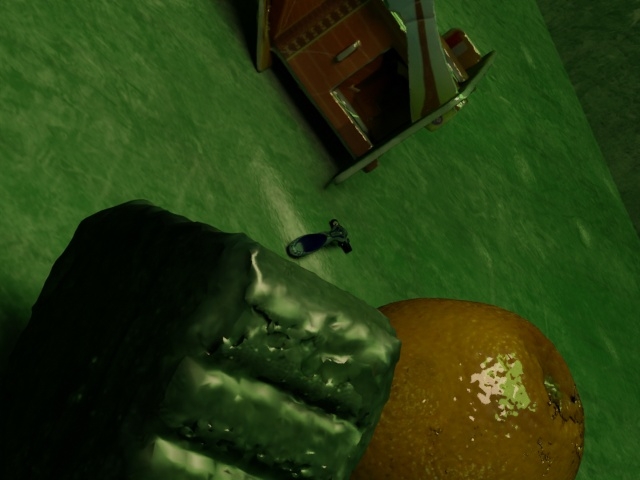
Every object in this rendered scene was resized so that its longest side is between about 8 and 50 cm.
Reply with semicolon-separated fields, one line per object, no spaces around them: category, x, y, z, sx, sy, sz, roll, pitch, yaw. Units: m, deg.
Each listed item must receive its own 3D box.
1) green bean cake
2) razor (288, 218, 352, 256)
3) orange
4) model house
green bean cake;-0.113;0.138;0.930;0.169;0.300;0.308;30;-5;-28
razor;0.004;-0.002;1.576;0.044;0.028;0.154;63;23;5
orange;0.107;0.182;1.273;0.274;0.274;0.274;44;28;-32
model house;0.088;-0.306;1.713;0.323;0.340;0.300;53;23;-6
